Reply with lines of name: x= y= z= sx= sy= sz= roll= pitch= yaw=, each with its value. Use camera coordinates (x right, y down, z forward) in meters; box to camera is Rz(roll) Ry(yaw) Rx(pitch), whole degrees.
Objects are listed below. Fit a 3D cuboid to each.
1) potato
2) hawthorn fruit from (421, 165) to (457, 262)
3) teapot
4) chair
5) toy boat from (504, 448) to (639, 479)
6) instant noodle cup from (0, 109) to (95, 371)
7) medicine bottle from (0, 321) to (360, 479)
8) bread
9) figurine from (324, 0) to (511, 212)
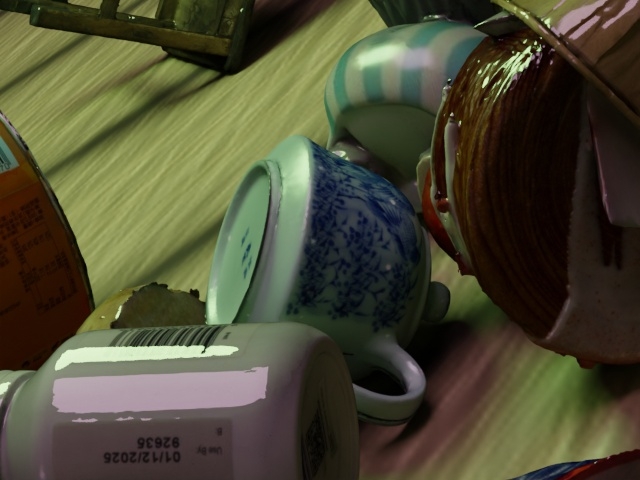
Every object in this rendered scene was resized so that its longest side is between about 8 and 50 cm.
potato: x=-0.138 y=0.098 z=1.153 sx=0.089 sy=0.101 sz=0.172 roll=-16 pitch=27 yaw=36
hawthorn fruit: x=0.124 y=-0.024 z=1.103 sx=0.128 sy=0.128 sz=0.128 roll=-22 pitch=23 yaw=10
teapot: x=0.014 y=0.026 z=1.108 sx=0.159 sy=0.159 sz=0.232 roll=-22 pitch=36 yaw=11
chair: x=-0.100 y=-0.291 z=1.872 sx=0.203 sy=0.416 sz=0.241 roll=24 pitch=98 yaw=63
toy boat: x=0.134 y=0.166 z=0.754 sx=0.318 sy=0.072 sz=0.219 roll=-6 pitch=32 yaw=33
instant noodle cup: x=-0.305 y=0.029 z=1.266 sx=0.214 sy=0.296 sz=0.296 roll=-27 pitch=21 yaw=-23
medicine bottle: x=-0.097 y=0.115 z=0.967 sx=0.215 sy=0.135 sz=0.135 roll=-3 pitch=29 yaw=17
bread: x=0.167 y=-0.041 z=0.968 sx=0.212 sy=0.224 sz=0.142 roll=-48 pitch=21 yaw=3
figurine: x=0.090 y=-0.242 z=1.282 sx=0.266 sy=0.378 sz=0.361 roll=-5 pitch=29 yaw=42
